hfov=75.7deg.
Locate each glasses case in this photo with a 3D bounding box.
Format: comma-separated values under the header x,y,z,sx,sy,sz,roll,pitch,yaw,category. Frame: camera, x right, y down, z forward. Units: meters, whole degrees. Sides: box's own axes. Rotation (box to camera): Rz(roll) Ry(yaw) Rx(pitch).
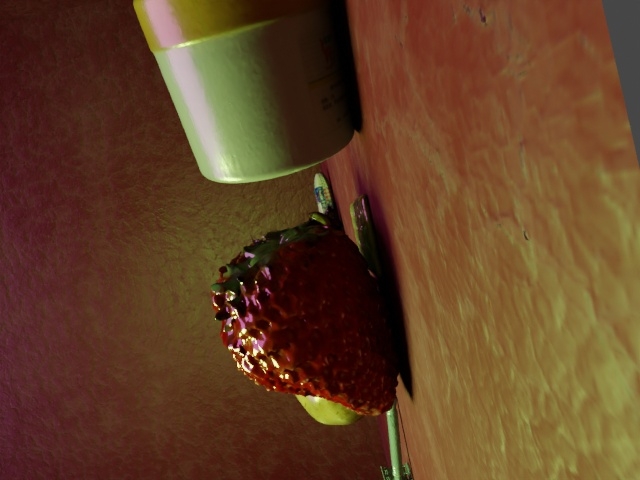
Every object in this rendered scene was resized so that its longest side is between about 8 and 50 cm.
x,y,z,sx,sy,sz,roll,pitch,yaw,category
0.030,-0.130,1.741,0.125,0.076,0.328,83,174,-79,glasses case

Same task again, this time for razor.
x,y,z,sx,sy,sz,roll,pitch,yaw,category
0.171,0.459,0.931,0.106,0.068,0.232,-105,9,-77,razor

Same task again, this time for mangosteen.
x,y,z,sx,sy,sz,roll,pitch,yaw,category
0.000,0.000,1.545,0.228,0.228,0.266,48,-123,-89,mangosteen

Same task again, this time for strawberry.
x,y,z,sx,sy,sz,roll,pitch,yaw,category
-0.008,0.142,0.688,0.351,0.267,0.312,47,155,-17,strawberry

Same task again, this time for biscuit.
x,y,z,sx,sy,sz,roll,pitch,yaw,category
0.079,-0.007,0.739,0.231,0.016,0.139,-108,5,-88,biscuit

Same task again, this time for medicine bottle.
x,y,z,sx,sy,sz,roll,pitch,yaw,category
-0.086,-0.227,0.551,0.238,0.237,0.232,-102,-3,-60,medicine bottle

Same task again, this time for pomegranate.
x,y,z,sx,sy,sz,roll,pitch,yaw,category
0.045,0.419,1.298,0.319,0.318,0.320,-13,-90,-89,pomegranate

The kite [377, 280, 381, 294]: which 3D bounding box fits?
x,y,z,sx,sy,sz,roll,pitch,yaw,category
0.111,0.109,0.755,0.044,0.002,0.078,-98,-4,-84,kite
